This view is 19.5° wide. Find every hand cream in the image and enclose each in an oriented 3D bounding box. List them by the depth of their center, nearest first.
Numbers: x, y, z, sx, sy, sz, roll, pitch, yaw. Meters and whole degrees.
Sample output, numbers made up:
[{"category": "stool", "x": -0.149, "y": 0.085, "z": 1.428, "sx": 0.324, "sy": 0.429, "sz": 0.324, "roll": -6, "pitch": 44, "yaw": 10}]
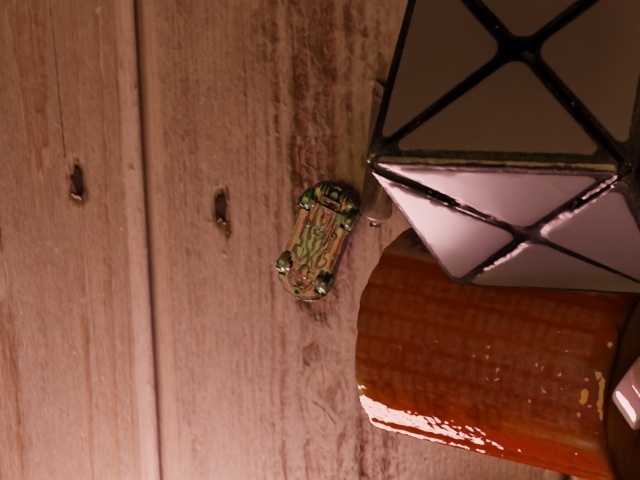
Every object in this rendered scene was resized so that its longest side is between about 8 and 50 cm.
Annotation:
[{"category": "hand cream", "x": 0.065, "y": -0.092, "z": 2.056, "sx": 0.057, "sy": 0.037, "sz": 0.165, "roll": -134, "pitch": 43, "yaw": -59}]

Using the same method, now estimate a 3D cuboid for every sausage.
[{"category": "sausage", "x": 0.210, "y": 0.113, "z": 1.912, "sx": 0.287, "sy": 0.233, "sz": 0.233, "roll": 10, "pitch": 113, "yaw": 30}]

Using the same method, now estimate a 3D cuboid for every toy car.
[{"category": "toy car", "x": 0.000, "y": 0.000, "z": 2.126, "sx": 0.069, "sy": 0.055, "sz": 0.142, "roll": 27, "pitch": 111, "yaw": 15}]

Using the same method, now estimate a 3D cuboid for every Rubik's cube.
[{"category": "Rubik's cube", "x": 0.221, "y": -0.111, "z": 1.732, "sx": 0.255, "sy": 0.260, "sz": 0.259, "roll": 1, "pitch": 66, "yaw": 27}]

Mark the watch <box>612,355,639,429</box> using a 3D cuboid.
[{"category": "watch", "x": 0.417, "y": 0.143, "z": 1.695, "sx": 0.231, "sy": 0.244, "sz": 0.196, "roll": 46, "pitch": 156, "yaw": 18}]
